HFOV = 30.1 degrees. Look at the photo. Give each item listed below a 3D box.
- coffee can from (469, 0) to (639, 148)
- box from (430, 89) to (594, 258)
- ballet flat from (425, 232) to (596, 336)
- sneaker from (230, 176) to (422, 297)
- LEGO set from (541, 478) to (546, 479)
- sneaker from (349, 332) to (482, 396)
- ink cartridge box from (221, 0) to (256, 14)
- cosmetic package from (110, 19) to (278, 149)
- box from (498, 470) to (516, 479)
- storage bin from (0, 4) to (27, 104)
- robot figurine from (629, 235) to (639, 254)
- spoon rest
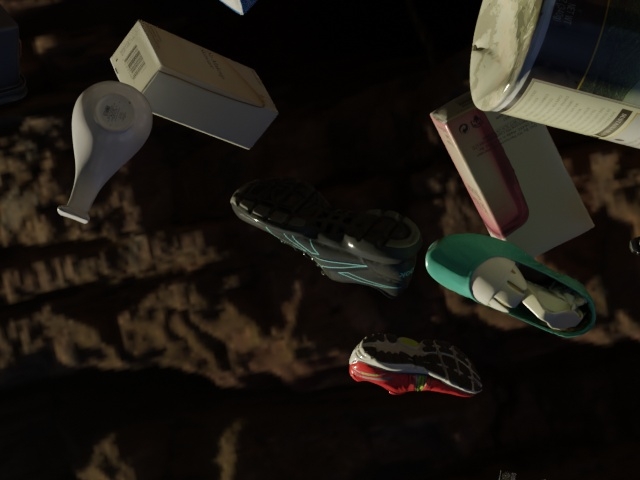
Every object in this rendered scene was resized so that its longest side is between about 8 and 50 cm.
[{"bbox_3d":[0.312,-0.193,1.181,0.275,0.201,0.201,12,-179,-10],"label":"coffee can"},{"bbox_3d":[0.269,-0.102,1.692,0.127,0.232,0.148,-28,-168,3],"label":"box"},{"bbox_3d":[0.243,0.058,1.444,0.247,0.083,0.087,20,-162,-28],"label":"ballet flat"},{"bbox_3d":[0.000,0.000,1.547,0.267,0.106,0.101,21,-136,21],"label":"sneaker"},{"bbox_3d":[0.416,0.483,1.952,0.093,0.087,0.227,-20,-151,-8],"label":"LEGO set"},{"bbox_3d":[0.187,0.261,2.374,0.279,0.118,0.107,17,-139,-15],"label":"sneaker"},{"bbox_3d":[-0.103,-0.584,1.783,0.395,0.285,0.166,-49,163,-11],"label":"ink cartridge box"},{"bbox_3d":[-0.251,-0.309,2.394,0.309,0.160,0.113,16,124,-44],"label":"cosmetic package"},{"bbox_3d":[0.293,0.440,1.934,0.027,0.094,0.137,9,152,7],"label":"box"},{"bbox_3d":[-0.374,-0.224,1.299,0.098,0.135,0.091,-22,147,-36],"label":"storage bin"},{"bbox_3d":[0.514,0.027,1.562,0.211,0.085,0.291,13,167,16],"label":"robot figurine"},{"bbox_3d":[-0.382,-0.152,2.047,0.137,0.276,0.084,22,157,-9],"label":"spoon rest"}]
